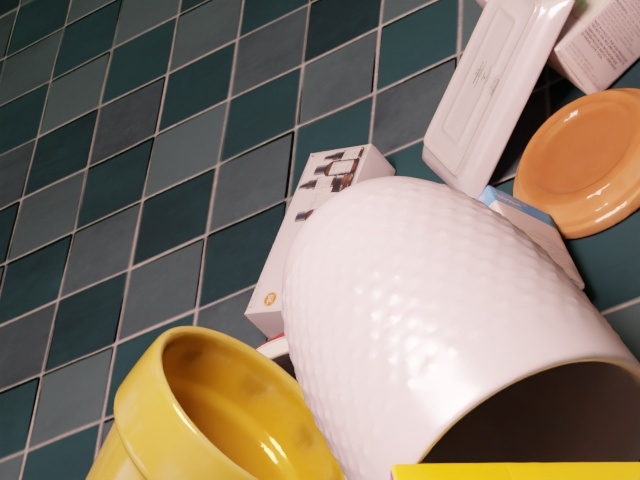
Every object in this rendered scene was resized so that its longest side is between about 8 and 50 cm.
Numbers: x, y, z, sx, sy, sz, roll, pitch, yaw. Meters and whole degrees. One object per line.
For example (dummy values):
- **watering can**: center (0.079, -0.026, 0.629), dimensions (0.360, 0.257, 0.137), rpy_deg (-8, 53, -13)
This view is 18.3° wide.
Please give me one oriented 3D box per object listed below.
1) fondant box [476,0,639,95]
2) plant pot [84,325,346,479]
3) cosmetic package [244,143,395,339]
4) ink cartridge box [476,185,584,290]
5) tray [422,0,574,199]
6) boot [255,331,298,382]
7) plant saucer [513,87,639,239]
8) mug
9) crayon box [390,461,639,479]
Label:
- **fondant box**: center (0.354, -0.343, 2.290), dimensions (0.330, 0.096, 0.238), rpy_deg (-43, 35, 0)
- **plant pot**: center (-0.135, 0.258, 2.058), dimensions (0.239, 0.254, 0.254), rpy_deg (-50, 32, 20)
- **cosmetic package**: center (0.000, 0.000, 2.326), dimensions (0.099, 0.060, 0.239), rpy_deg (-9, 48, 41)
- **ink cartridge box**: center (0.198, 0.031, 2.051), dimensions (0.092, 0.090, 0.143), rpy_deg (-52, 31, 22)
- **tray**: center (0.189, -0.183, 2.246), dimensions (0.270, 0.030, 0.145), rpy_deg (-66, 32, 18)
- **boot**: center (0.034, 0.071, 2.202), dimensions (0.244, 0.088, 0.176), rpy_deg (-21, 40, 18)
- **plant saucer**: center (0.290, -0.090, 2.146), dimensions (0.200, 0.037, 0.200), rpy_deg (-26, 39, 23)
- **mug**: center (0.100, 0.140, 1.890), dimensions (0.328, 0.276, 0.374), rpy_deg (55, 142, 40)
- **crayon box**: center (0.229, 0.309, 1.542), dimensions (0.313, 0.106, 0.363), rpy_deg (-1, 26, -7)
